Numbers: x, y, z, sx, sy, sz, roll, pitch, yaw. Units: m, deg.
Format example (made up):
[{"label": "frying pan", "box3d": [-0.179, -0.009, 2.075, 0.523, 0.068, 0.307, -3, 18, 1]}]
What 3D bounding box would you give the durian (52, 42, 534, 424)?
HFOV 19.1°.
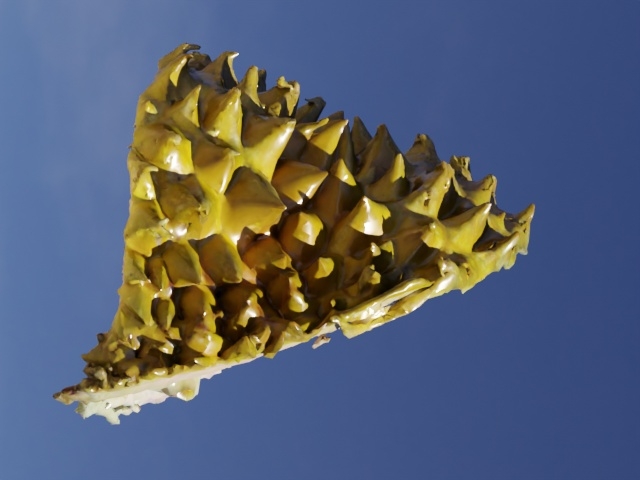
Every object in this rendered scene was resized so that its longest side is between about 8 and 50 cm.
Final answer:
[{"label": "durian", "box3d": [0.007, 0.000, 0.957, 0.305, 0.195, 0.186, 3, 89, -77]}]
